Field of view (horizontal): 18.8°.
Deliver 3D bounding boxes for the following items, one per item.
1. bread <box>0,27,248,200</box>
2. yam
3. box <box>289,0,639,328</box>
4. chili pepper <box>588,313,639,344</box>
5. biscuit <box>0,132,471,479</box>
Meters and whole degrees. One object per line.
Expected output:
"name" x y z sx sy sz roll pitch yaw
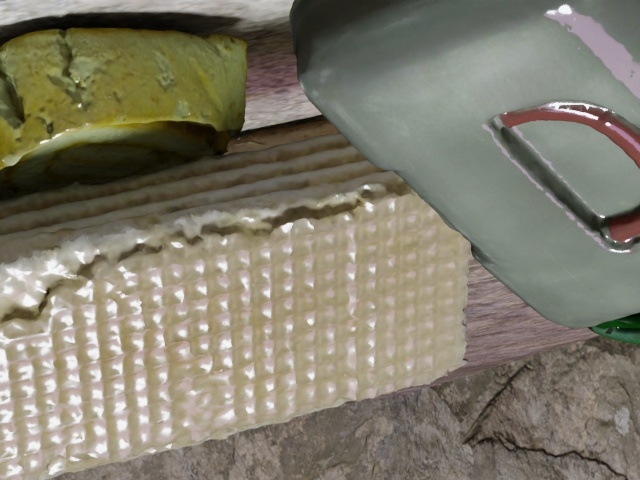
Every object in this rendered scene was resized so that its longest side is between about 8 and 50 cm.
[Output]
"bread" -0.108 -0.063 0.940 0.156 0.064 0.117 -9 169 -41
"yam" -0.020 -0.056 1.189 0.145 0.032 0.032 -11 170 0
"box" 0.097 -0.072 0.730 0.148 0.129 0.210 -18 137 34
"chili pepper" 0.260 -0.057 1.001 0.167 0.213 0.385 -15 174 -42
"biscuit" -0.130 0.043 0.921 0.426 0.144 0.078 -14 -145 -18
